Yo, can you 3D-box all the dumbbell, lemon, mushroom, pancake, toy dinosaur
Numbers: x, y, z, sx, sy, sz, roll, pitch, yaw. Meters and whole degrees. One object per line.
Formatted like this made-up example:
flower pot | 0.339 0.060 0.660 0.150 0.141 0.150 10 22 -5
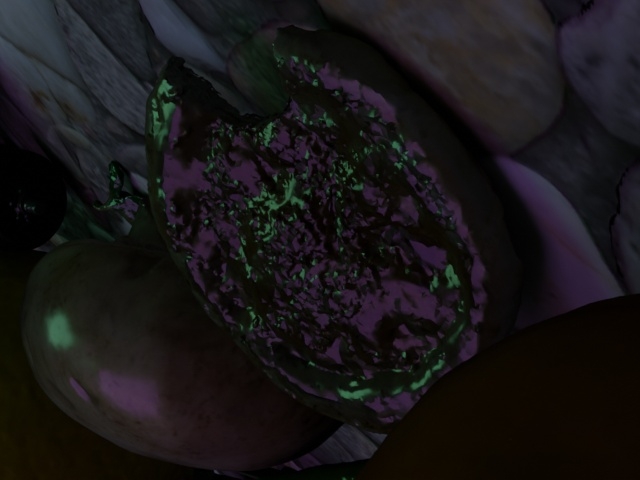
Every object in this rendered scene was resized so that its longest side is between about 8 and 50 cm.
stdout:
dumbbell | -0.302 -0.041 1.411 0.208 0.099 0.099 14 143 58
lemon | -0.290 0.161 1.459 0.336 0.336 0.336 40 161 17
mushroom | -0.078 0.069 1.027 0.255 0.184 0.255 2 162 1
pancake | 0.000 0.000 0.816 0.253 0.037 0.253 22 129 30
toy dinosaur | -0.146 -0.013 1.254 0.120 0.029 0.060 49 150 -9

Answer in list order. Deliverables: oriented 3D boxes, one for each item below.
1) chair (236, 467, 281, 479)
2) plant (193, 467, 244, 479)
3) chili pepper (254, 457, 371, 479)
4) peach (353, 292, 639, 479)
chair | 0.034 0.290 1.299 0.247 0.172 0.159 2 158 -4
plant | -0.176 0.258 1.704 0.274 0.146 0.149 51 180 -17
chili pepper | 0.102 0.161 0.883 0.359 0.076 0.085 -5 162 45
peach | 0.137 0.188 0.571 0.301 0.343 0.343 -11 123 43
